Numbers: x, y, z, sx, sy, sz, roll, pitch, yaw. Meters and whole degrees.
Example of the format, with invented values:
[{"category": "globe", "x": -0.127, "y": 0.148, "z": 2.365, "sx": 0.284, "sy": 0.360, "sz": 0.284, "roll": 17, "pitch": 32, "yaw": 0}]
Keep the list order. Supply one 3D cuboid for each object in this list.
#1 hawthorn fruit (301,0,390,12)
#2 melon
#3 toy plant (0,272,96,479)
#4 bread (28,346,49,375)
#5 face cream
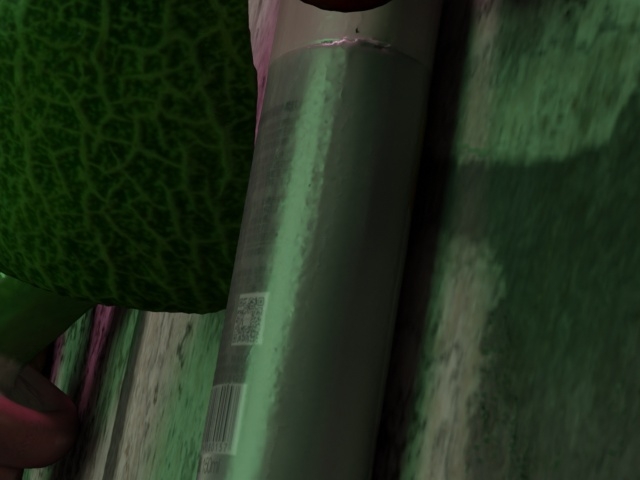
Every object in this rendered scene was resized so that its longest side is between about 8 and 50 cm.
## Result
[{"category": "hawthorn fruit", "x": 0.023, "y": -0.176, "z": 0.656, "sx": 0.188, "sy": 0.169, "sz": 0.169, "roll": 121, "pitch": 157, "yaw": -74}, {"category": "melon", "x": -0.135, "y": -0.165, "z": 0.976, "sx": 0.331, "sy": 0.226, "sz": 0.343, "roll": 30, "pitch": 137, "yaw": 37}, {"category": "toy plant", "x": -0.279, "y": 0.080, "z": 1.402, "sx": 0.356, "sy": 0.211, "sz": 0.317, "roll": -64, "pitch": 16, "yaw": 2}, {"category": "bread", "x": -0.355, "y": 0.078, "z": 1.597, "sx": 0.123, "sy": 0.230, "sz": 0.230, "roll": 16, "pitch": -95, "yaw": -71}, {"category": "face cream", "x": 0.000, "y": 0.000, "z": 0.774, "sx": 0.107, "sy": 0.073, "sz": 0.269, "roll": 162, "pitch": 118, "yaw": -65}]
